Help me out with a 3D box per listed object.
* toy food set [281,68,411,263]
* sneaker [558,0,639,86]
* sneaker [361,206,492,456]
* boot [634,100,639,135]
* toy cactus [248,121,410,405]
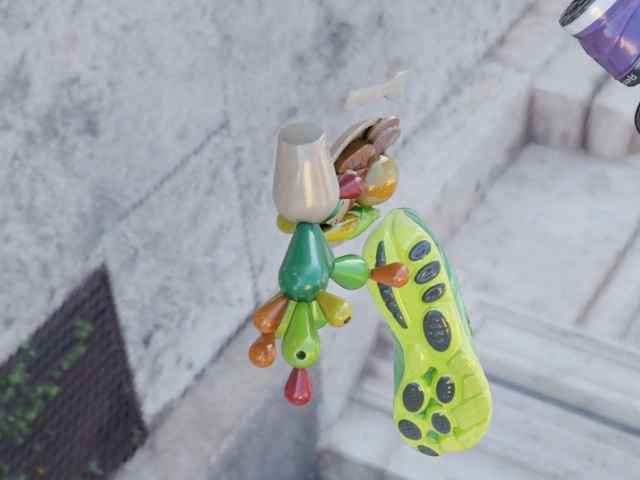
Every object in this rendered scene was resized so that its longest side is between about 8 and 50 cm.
[{"bbox_3d":[0.036,-0.056,1.300,0.132,0.038,0.192,-27,143,-54],"label":"toy food set"},{"bbox_3d":[0.383,-0.278,1.456,0.283,0.124,0.107,-45,-172,0],"label":"sneaker"},{"bbox_3d":[0.119,0.097,1.494,0.123,0.109,0.296,-71,152,-61],"label":"sneaker"},{"bbox_3d":[0.514,-0.188,1.737,0.280,0.264,0.096,-48,116,-76],"label":"boot"},{"bbox_3d":[0.000,0.000,1.061,0.219,0.112,0.181,-65,156,-51],"label":"toy cactus"}]
